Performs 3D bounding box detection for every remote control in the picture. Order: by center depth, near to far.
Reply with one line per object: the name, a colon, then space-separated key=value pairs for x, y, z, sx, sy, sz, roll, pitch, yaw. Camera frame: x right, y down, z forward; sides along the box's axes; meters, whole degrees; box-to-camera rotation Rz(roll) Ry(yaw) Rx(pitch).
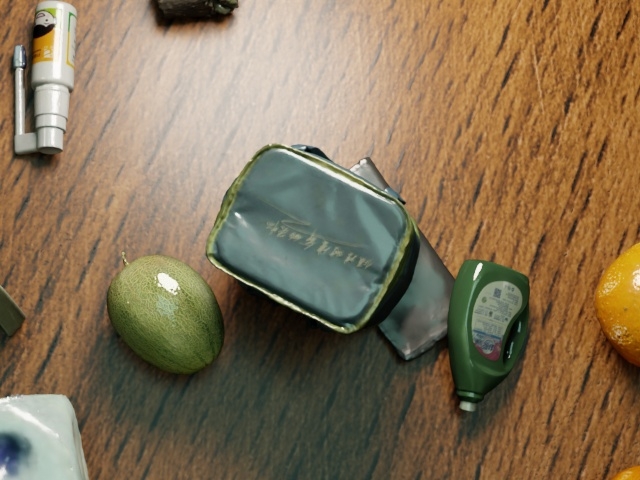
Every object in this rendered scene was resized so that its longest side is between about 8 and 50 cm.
remote control: x=-0.444 y=0.054 z=1.455 sx=0.123 sy=0.285 sz=0.038 roll=38 pitch=76 yaw=2

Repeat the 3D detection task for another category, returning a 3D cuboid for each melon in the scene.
melon: x=-0.211 y=0.094 z=1.556 sx=0.139 sy=0.139 sz=0.192 roll=-39 pitch=88 yaw=-16

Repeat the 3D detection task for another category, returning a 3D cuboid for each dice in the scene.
dice: x=-0.410 y=0.340 z=1.394 sx=0.265 sy=0.268 sz=0.262 roll=-10 pitch=78 yaw=-12

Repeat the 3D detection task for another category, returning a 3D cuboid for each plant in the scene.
plant: x=-0.178 y=-0.379 z=1.715 sx=0.143 sy=0.094 sz=0.092 roll=-13 pitch=67 yaw=-7

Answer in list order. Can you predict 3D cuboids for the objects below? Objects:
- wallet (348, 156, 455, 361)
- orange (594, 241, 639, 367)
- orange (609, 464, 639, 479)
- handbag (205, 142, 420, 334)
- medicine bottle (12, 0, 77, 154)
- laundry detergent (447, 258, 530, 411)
wallet: x=0.095 y=0.028 z=1.678 sx=0.146 sy=0.030 sz=0.285 roll=-34 pitch=83 yaw=-18
orange: x=0.490 y=0.090 z=1.652 sx=0.193 sy=0.161 sz=0.193 roll=3 pitch=75 yaw=-13
orange: x=0.466 y=0.435 z=1.524 sx=0.284 sy=0.226 sz=0.283 roll=3 pitch=76 yaw=-14
handbag: x=0.000 y=0.000 z=1.536 sx=0.263 sy=0.241 sz=0.222 roll=29 pitch=88 yaw=6
medicine bottle: x=-0.399 y=-0.232 z=1.663 sx=0.092 sy=0.061 sz=0.220 roll=-5 pitch=75 yaw=15
laundry detergent: x=0.236 y=0.141 z=1.641 sx=0.137 sy=0.063 sz=0.210 roll=18 pitch=77 yaw=-36
